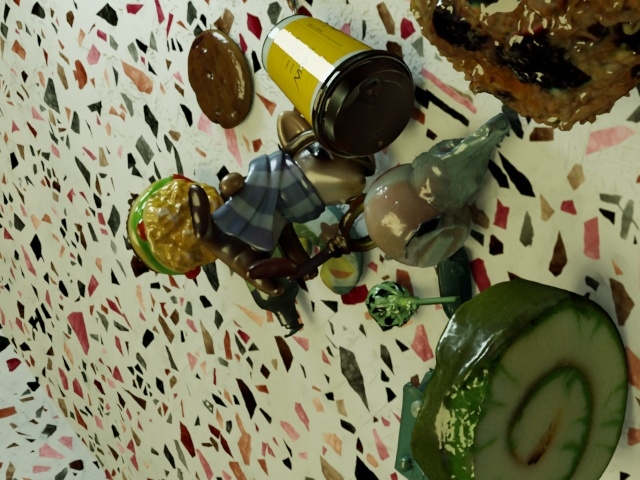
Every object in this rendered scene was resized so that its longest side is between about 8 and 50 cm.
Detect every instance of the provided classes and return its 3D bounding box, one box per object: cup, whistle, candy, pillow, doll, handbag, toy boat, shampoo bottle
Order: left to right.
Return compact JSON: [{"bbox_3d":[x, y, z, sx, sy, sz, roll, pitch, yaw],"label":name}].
[{"bbox_3d":[-0.113,0.068,2.387,0.101,0.101,0.284,-33,82,56],"label":"shampoo bottle"},{"bbox_3d":[-0.049,-0.056,2.000,0.209,0.340,0.318,23,154,53],"label":"doll"},{"bbox_3d":[0.000,0.000,2.222,0.233,0.086,0.214,40,149,30],"label":"pillow"},{"bbox_3d":[0.022,-0.273,1.940,0.280,0.196,0.196,43,140,42],"label":"cup"},{"bbox_3d":[0.172,0.112,2.004,0.091,0.083,0.305,28,165,-20],"label":"candy"},{"bbox_3d":[0.185,-0.091,1.842,0.189,0.189,0.348,52,131,21],"label":"whistle"},{"bbox_3d":[0.246,0.410,2.098,0.269,0.100,0.274,37,136,35],"label":"handbag"},{"bbox_3d":[0.233,0.082,1.963,0.060,0.055,0.141,-128,27,-65],"label":"toy boat"}]

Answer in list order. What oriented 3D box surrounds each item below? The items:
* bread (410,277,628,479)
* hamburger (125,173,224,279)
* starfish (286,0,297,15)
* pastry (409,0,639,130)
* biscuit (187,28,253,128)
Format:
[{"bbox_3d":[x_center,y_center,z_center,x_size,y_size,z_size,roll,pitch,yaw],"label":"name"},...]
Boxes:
[{"bbox_3d":[0.303,0.248,1.688,0.129,0.366,0.382,14,142,49],"label":"bread"},{"bbox_3d":[-0.298,-0.030,2.491,0.149,0.237,0.237,-3,107,52],"label":"hamburger"},{"bbox_3d":[-0.059,-0.504,2.019,0.238,0.057,0.213,42,146,34],"label":"starfish"},{"bbox_3d":[0.300,-0.316,1.425,0.405,0.292,0.337,-2,128,43],"label":"pastry"},{"bbox_3d":[-0.210,-0.332,2.343,0.212,0.036,0.212,30,131,41],"label":"biscuit"}]
